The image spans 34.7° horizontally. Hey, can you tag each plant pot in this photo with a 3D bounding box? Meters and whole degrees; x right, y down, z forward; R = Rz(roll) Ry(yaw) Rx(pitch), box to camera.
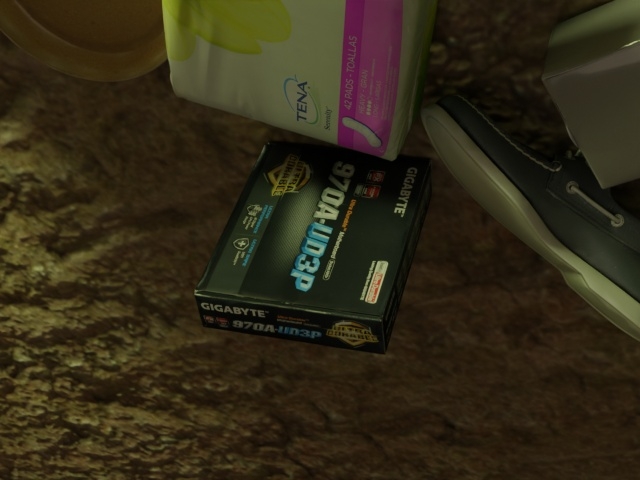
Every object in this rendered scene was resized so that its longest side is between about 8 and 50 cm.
[{"bbox_3d":[-0.227,-0.259,0.965,0.236,0.032,0.236,11,132,13],"label":"plant pot"}]

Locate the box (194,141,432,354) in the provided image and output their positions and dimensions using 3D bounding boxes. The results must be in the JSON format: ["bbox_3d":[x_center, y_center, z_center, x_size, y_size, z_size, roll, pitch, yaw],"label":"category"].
[{"bbox_3d":[0.000,0.000,0.972,0.175,0.220,0.051,8,136,15],"label":"box"}]

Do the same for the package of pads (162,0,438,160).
[{"bbox_3d":[-0.021,-0.212,0.839,0.229,0.101,0.296,18,145,11],"label":"package of pads"}]

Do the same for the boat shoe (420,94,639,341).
[{"bbox_3d":[0.229,-0.036,0.963,0.319,0.116,0.099,42,87,-8],"label":"boat shoe"}]

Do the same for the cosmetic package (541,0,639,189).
[{"bbox_3d":[0.311,-0.144,0.815,0.238,0.107,0.127,-15,123,33],"label":"cosmetic package"}]
